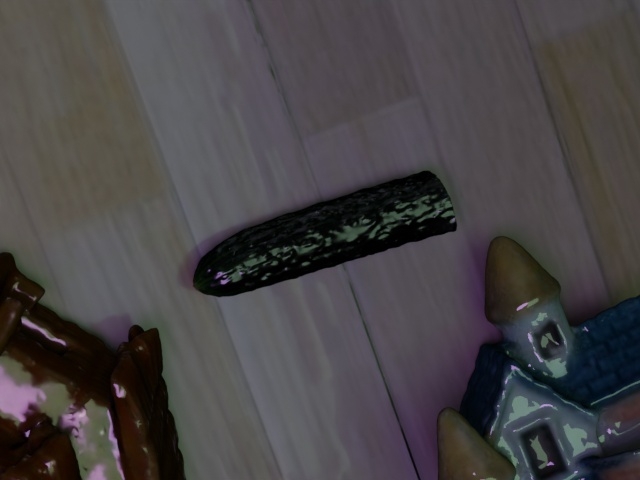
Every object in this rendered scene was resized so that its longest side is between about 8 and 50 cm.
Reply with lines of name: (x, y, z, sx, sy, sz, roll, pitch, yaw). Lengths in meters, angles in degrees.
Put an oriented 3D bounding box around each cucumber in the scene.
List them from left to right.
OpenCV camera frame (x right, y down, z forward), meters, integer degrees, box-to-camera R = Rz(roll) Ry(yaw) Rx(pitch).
cucumber: (0.000, 0.000, 0.946, 0.214, 0.058, 0.052, -18, 131, -15)

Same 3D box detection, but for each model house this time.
model house: (-0.189, 0.154, 0.820, 0.229, 0.199, 0.220, 30, 94, -13)
model house: (0.207, 0.146, 0.941, 0.267, 0.194, 0.325, -24, 91, -1)
